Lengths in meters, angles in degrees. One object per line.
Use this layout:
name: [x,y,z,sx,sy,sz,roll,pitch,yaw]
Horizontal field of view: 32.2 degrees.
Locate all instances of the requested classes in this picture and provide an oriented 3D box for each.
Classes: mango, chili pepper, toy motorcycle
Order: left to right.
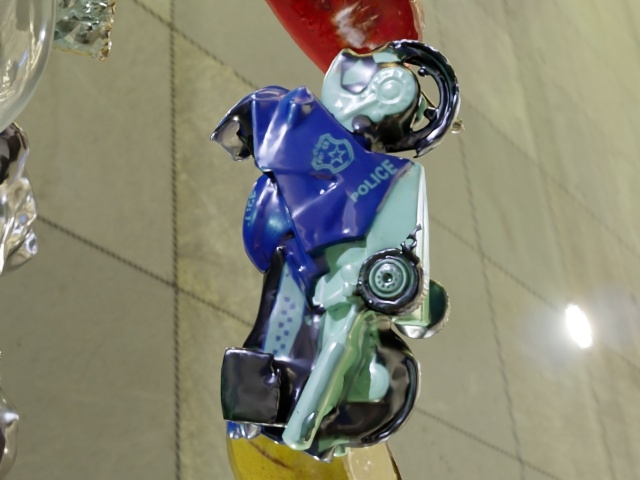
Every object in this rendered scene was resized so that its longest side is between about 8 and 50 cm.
mango: [0.000,0.237,1.077,0.130,0.167,0.261,-41,114,-40]
toy motorcycle: [0.000,0.000,0.853,0.125,0.196,0.331,36,60,-68]
chili pepper: [0.039,-0.221,1.114,0.338,0.135,0.131,56,-14,-13]

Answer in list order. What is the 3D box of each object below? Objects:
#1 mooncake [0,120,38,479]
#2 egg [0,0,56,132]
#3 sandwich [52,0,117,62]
mooncake: [-0.392,0.057,0.884,0.212,0.351,0.381,85,9,-55]
egg: [-0.168,-0.104,0.482,0.103,0.103,0.135,14,75,-55]
sandwich: [-0.279,-0.322,0.996,0.271,0.301,0.099,4,44,-30]
